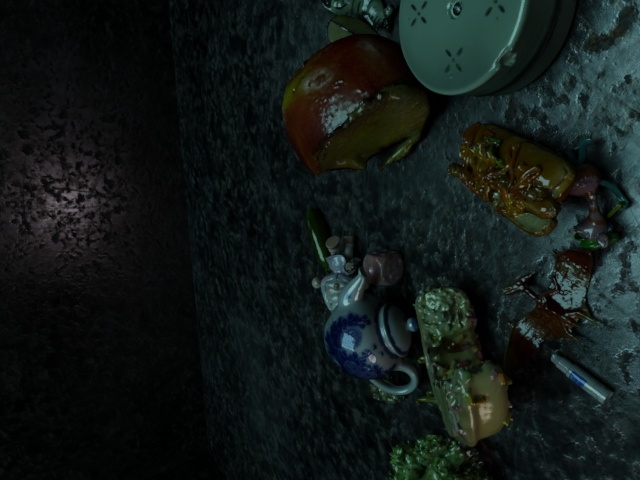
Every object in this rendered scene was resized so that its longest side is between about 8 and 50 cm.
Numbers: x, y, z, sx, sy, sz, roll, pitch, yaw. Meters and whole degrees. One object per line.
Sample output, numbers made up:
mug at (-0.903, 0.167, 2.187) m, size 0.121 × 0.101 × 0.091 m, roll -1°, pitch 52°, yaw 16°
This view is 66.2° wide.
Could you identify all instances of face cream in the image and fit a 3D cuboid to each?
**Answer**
face cream at (0.546, 0.286, 1.034) m, size 0.130 × 0.034 × 0.034 m, roll 43°, pitch 134°, yaw 42°

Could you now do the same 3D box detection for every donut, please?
donut at (0.331, 0.300, 1.153) m, size 0.371 × 0.150 × 0.308 m, roll -95°, pitch -8°, yaw -59°

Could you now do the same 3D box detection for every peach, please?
peach at (0.089, -0.339, 1.260) m, size 0.416 × 0.338 × 0.354 m, roll 19°, pitch 120°, yaw 50°

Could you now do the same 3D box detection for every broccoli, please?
broccoli at (0.309, 0.670, 1.325) m, size 0.338 × 0.317 × 0.278 m, roll -19°, pitch 67°, yaw 19°

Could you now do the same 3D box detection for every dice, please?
dice at (0.188, 0.081, 1.469) m, size 0.093 × 0.091 × 0.094 m, roll 15°, pitch 113°, yaw 54°

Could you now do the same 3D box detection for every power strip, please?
power strip at (0.325, -0.481, 1.015) m, size 0.357 × 0.161 × 0.358 m, roll 23°, pitch 118°, yaw 53°

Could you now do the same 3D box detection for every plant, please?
plant at (0.218, 0.463, 1.582) m, size 0.116 × 0.104 × 0.122 m, roll -4°, pitch 65°, yaw 24°

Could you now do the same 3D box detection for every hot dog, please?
hot dog at (0.373, -0.141, 1.008) m, size 0.349 × 0.116 × 0.159 m, roll -114°, pitch 27°, yaw -58°

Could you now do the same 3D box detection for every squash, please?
squash at (0.000, 0.000, 1.756) m, size 0.069 × 0.069 × 0.258 m, roll -37°, pitch 68°, yaw 55°

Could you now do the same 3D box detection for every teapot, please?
teapot at (0.163, 0.274, 1.438) m, size 0.279 × 0.252 × 0.424 m, roll -20°, pitch 103°, yaw 28°

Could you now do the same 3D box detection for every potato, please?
potato at (0.107, -0.580, 1.416) m, size 0.172 × 0.089 × 0.101 m, roll 34°, pitch 152°, yaw 11°

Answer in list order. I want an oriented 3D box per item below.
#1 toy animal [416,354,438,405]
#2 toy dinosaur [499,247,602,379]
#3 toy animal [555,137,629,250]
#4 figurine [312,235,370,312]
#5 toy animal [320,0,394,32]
toy animal at (0.342, 0.388, 1.365) m, size 0.136 × 0.073 × 0.182 m, roll -3°, pitch 85°, yaw 49°
toy dinosaur at (0.477, 0.144, 1.026) m, size 0.327 × 0.112 × 0.207 m, roll -47°, pitch 65°, yaw 48°
toy animal at (0.515, -0.088, 0.931) m, size 0.103 × 0.100 × 0.209 m, roll -18°, pitch 80°, yaw 18°
figurine at (0.073, 0.121, 1.620) m, size 0.200 × 0.133 × 0.276 m, roll 1°, pitch 96°, yaw 22°
toy animal at (0.102, -0.654, 1.349) m, size 0.216 × 0.073 × 0.176 m, roll 3°, pitch 91°, yaw 18°
